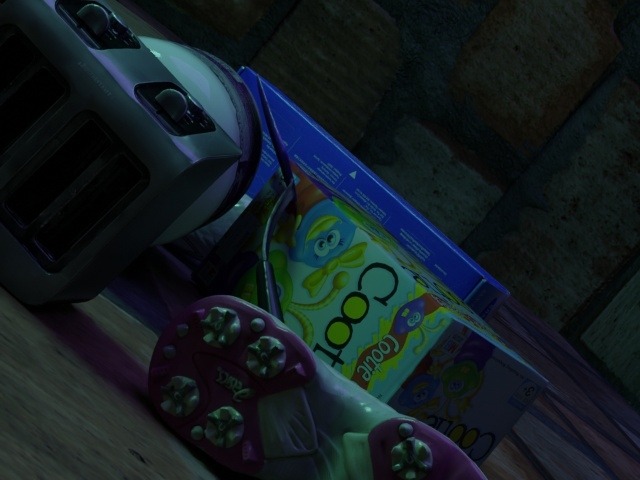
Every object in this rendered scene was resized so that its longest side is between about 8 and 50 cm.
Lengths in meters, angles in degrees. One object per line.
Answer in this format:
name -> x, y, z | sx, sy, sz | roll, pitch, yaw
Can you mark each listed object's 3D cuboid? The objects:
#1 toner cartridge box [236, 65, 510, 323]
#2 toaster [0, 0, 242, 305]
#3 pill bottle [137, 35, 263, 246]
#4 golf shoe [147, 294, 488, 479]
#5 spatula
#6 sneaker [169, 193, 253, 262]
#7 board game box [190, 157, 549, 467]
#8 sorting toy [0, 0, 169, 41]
toner cartridge box -> 0.000, 0.000, 1.895 | 0.348, 0.165, 0.075 | 43, 7, 28
toaster -> -0.175, -0.059, 1.292 | 0.168, 0.186, 0.110 | 48, 10, 7
pill bottle -> -0.142, -0.080, 1.600 | 0.169, 0.169, 0.301 | 40, 6, 1
golf shoe -> 0.031, 0.150, 1.249 | 0.306, 0.115, 0.140 | 43, 3, 20
spatula -> -0.037, 0.001, 1.612 | 0.084, 0.030, 0.296 | 78, 10, -57
sneaker -> -0.151, -0.049, 1.809 | 0.237, 0.085, 0.086 | 36, -20, -1
board game box -> 0.036, 0.074, 1.666 | 0.144, 0.142, 0.275 | 34, 8, -43
sorting toy -> -0.250, -0.223, 2.373 | 0.257, 0.089, 0.255 | 35, 8, -42
